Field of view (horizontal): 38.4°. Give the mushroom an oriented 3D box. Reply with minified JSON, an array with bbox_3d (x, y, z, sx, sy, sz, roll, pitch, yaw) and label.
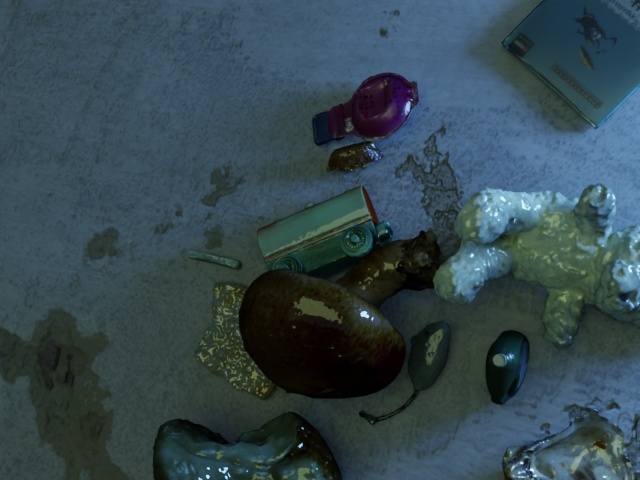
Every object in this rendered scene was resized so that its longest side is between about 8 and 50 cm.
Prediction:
[{"bbox_3d":[0.027,0.121,1.679,0.334,0.331,0.357,17,94,31],"label":"mushroom"}]

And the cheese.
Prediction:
[{"bbox_3d":[0.091,-0.259,1.866,0.244,0.062,0.155,-19,62,25],"label":"cheese"}]

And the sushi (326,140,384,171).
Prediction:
[{"bbox_3d":[0.068,-0.165,1.865,0.117,0.061,0.060,-8,112,18],"label":"sushi"}]

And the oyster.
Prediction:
[{"bbox_3d":[0.438,0.400,1.657,0.232,0.107,0.162,-10,73,-3],"label":"oyster"}]

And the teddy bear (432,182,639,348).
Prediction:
[{"bbox_3d":[0.460,0.063,1.579,0.362,0.375,0.328,40,129,35],"label":"teddy bear"}]

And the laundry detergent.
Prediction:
[{"bbox_3d":[0.330,0.227,1.645,0.063,0.211,0.137,16,88,18],"label":"laundry detergent"}]

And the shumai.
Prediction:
[{"bbox_3d":[-0.116,0.487,1.711,0.323,0.324,0.398,-21,81,-1],"label":"shumai"}]

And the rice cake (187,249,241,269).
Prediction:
[{"bbox_3d":[-0.224,0.041,1.941,0.121,0.022,0.022,11,83,18],"label":"rice cake"}]

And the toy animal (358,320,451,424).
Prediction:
[{"bbox_3d":[0.179,0.263,1.770,0.253,0.070,0.079,-58,42,12],"label":"toy animal"}]

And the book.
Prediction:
[{"bbox_3d":[0.570,-0.432,1.762,0.379,0.031,0.264,-46,71,6],"label":"book"}]

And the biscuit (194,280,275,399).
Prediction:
[{"bbox_3d":[-0.169,0.208,1.892,0.188,0.040,0.266,-23,75,12],"label":"biscuit"}]

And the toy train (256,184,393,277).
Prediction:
[{"bbox_3d":[0.000,0.000,1.840,0.285,0.116,0.177,-23,64,13],"label":"toy train"}]
